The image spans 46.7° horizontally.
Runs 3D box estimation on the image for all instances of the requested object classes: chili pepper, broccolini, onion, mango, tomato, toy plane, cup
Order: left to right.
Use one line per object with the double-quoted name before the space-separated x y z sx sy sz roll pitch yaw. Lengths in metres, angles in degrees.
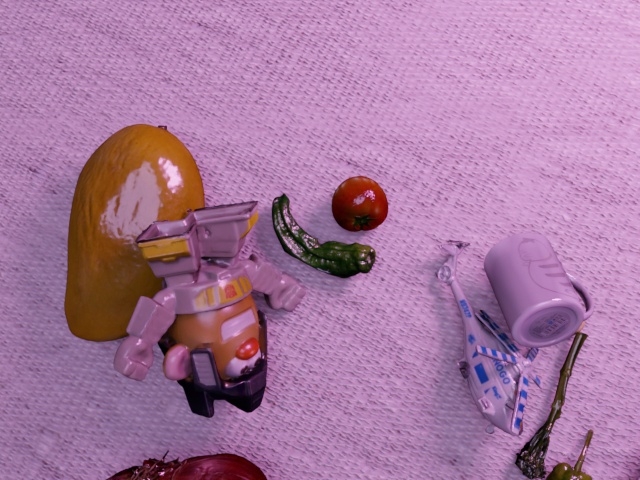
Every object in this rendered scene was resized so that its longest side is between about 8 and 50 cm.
"mango" -0.272 -0.010 1.099 0.195 0.142 0.332 6 90 8
"onion" -0.190 0.396 0.996 0.280 0.281 0.221 9 40 7
"chili pepper" -0.004 0.004 1.105 0.182 0.050 0.073 30 122 13
"tomato" 0.057 -0.057 1.095 0.087 0.087 0.075 -3 57 5
"toy plane" 0.214 0.138 1.033 0.107 0.182 0.273 -41 77 32
"cup" 0.306 0.063 1.008 0.136 0.099 0.133 -10 43 0
"broccolini" 0.333 0.232 1.038 0.044 0.042 0.218 25 91 9
"chili pepper" 0.333 0.359 1.012 0.072 0.073 0.204 12 85 1

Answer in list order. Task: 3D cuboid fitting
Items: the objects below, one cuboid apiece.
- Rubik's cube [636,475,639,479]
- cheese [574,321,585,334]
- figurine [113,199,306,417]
"Rubik's cube" 0.539 0.376 0.877 0.253 0.259 0.256 35 88 -6
"cheese" 0.347 0.098 1.071 0.044 0.030 0.083 -37 75 -21
"figurine" -0.148 0.098 1.027 0.308 0.143 0.309 -8 109 -24
